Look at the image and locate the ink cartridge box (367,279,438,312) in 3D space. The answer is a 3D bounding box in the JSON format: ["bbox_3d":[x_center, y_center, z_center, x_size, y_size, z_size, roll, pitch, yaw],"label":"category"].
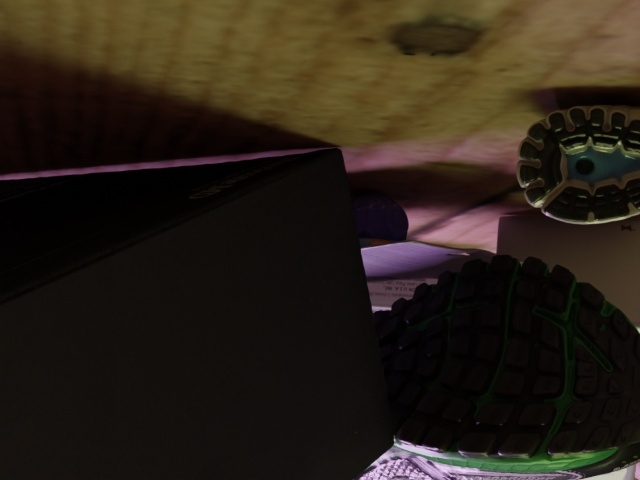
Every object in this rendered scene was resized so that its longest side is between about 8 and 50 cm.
[{"bbox_3d":[-0.056,0.036,1.194,0.275,0.060,0.239,4,171,-13],"label":"ink cartridge box"}]

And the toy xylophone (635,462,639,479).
[{"bbox_3d":[0.366,0.141,1.155,0.236,0.081,0.323,-37,-177,2],"label":"toy xylophone"}]

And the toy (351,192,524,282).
[{"bbox_3d":[0.000,0.000,0.889,0.237,0.056,0.137,-11,168,37],"label":"toy"}]

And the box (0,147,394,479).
[{"bbox_3d":[-0.186,0.085,0.686,0.312,0.179,0.343,-3,-166,34],"label":"box"}]

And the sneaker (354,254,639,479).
[{"bbox_3d":[0.089,0.103,0.856,0.146,0.134,0.343,40,155,-25],"label":"sneaker"}]

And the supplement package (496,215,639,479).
[{"bbox_3d":[0.174,0.082,0.953,0.105,0.105,0.179,2,132,7],"label":"supplement package"}]

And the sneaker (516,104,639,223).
[{"bbox_3d":[0.170,-0.039,0.595,0.162,0.063,0.073,5,-169,10],"label":"sneaker"}]
